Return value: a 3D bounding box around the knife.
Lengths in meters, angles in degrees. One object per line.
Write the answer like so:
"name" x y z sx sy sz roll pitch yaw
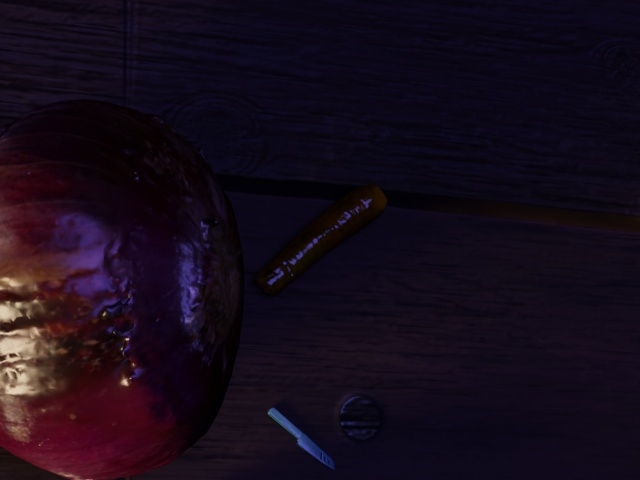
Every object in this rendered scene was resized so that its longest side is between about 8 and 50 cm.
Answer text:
"knife" -0.019 0.201 1.716 0.091 0.005 0.014 41 65 -6

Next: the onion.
"onion" -0.255 0.047 1.535 0.385 0.348 0.347 -3 73 18

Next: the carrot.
"carrot" 0.000 0.000 1.760 0.171 0.042 0.042 -40 92 -22
